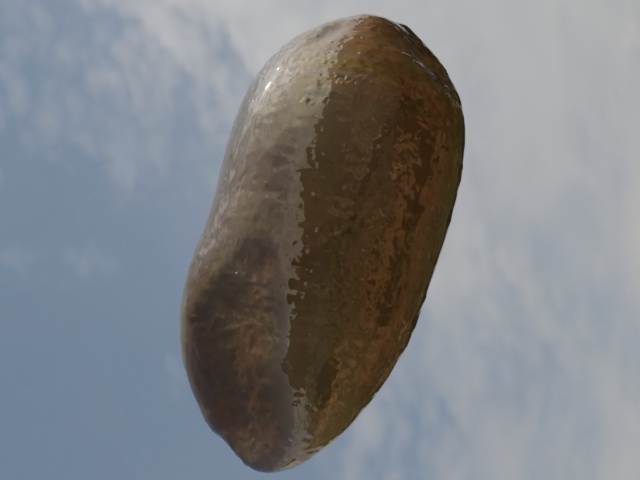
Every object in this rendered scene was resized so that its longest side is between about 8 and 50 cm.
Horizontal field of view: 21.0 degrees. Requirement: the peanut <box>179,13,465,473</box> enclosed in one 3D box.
[{"bbox_3d":[0.000,0.000,0.550,0.076,0.076,0.152,27,-100,-65],"label":"peanut"}]
